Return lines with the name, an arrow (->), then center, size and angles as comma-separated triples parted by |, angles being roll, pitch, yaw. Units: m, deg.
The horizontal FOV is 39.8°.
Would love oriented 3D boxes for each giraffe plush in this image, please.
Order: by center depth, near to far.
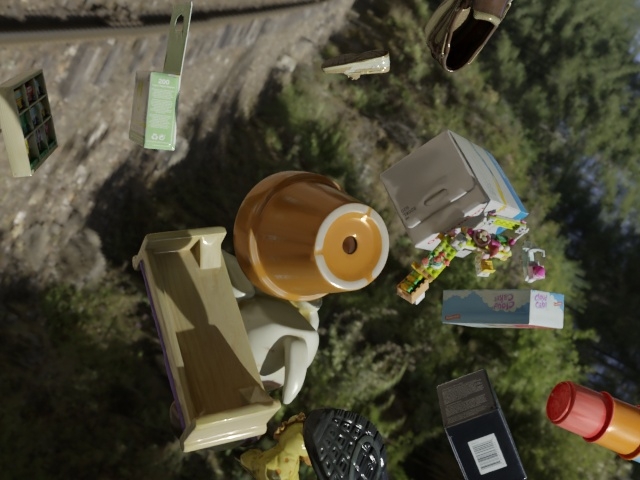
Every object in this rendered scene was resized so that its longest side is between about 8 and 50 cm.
giraffe plush -> -0.070, 0.459, 1.898 | 0.170, 0.181, 0.210 | -45, 138, -15

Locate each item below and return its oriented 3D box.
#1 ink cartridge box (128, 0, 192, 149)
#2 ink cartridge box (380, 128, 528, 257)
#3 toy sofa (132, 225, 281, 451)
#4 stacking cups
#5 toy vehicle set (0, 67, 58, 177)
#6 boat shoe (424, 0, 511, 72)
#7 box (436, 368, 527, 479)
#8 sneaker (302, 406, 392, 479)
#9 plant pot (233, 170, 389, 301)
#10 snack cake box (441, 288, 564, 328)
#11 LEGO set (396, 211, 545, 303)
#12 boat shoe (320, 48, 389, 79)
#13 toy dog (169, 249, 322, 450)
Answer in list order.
ink cartridge box -> -0.264, -0.272, 1.446 | 0.171, 0.056, 0.234 | -150, -114, -67
ink cartridge box -> 0.264, -0.087, 1.742 | 0.171, 0.168, 0.233 | -35, 158, 23
toy sofa -> -0.208, 0.170, 1.518 | 0.177, 0.150, 0.362 | -53, -130, 54
stacking cups -> 0.470, 0.274, 1.236 | 0.096, 0.316, 0.096 | -59, -166, 24
toy vehicle set -> -0.566, -0.233, 1.712 | 0.267, 0.035, 0.165 | -107, -170, -71
boat shoe -> 0.239, -0.344, 1.255 | 0.257, 0.095, 0.095 | 119, -29, -47
box -> 0.303, 0.362, 1.686 | 0.108, 0.153, 0.207 | -22, -171, 7
sneaker -> 0.037, 0.327, 1.210 | 0.130, 0.286, 0.109 | 5, -134, 42
plant pot -> 0.000, 0.000, 1.339 | 0.188, 0.205, 0.205 | 11, -109, 58
snack cake box -> 0.453, 0.171, 2.209 | 0.264, 0.152, 0.089 | -4, -102, 45
LEGO set -> 0.267, 0.020, 1.559 | 0.107, 0.287, 0.132 | 126, -47, -64
boat shoe -> 0.068, -0.334, 1.710 | 0.050, 0.136, 0.045 | -73, 153, -51
toy dog -> -0.167, 0.282, 1.955 | 0.395, 0.285, 0.407 | 50, -61, 37
